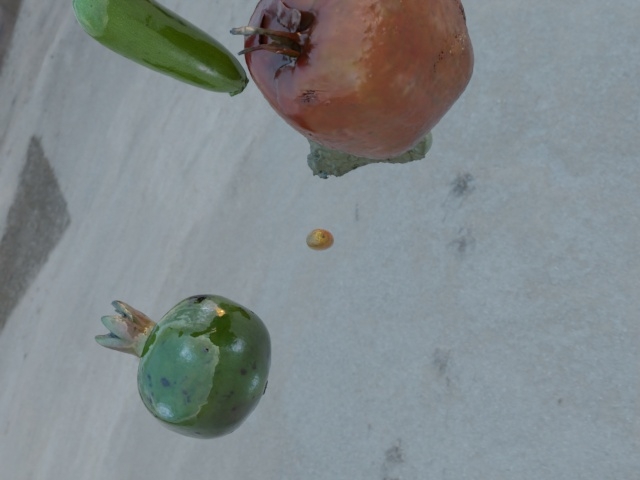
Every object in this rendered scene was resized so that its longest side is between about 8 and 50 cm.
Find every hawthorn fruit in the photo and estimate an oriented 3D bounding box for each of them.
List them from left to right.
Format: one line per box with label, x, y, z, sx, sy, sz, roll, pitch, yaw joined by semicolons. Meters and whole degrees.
hawthorn fruit;0.023;-0.183;0.642;0.211;0.299;0.211;4;98;32

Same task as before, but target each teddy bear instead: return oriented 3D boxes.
teddy bear;0.018;-0.221;1.034;0.156;0.256;0.267;-41;39;-19

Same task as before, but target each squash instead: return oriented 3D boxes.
squash;-0.156;-0.201;0.682;0.066;0.201;0.066;-22;58;39

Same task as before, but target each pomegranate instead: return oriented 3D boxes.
pomegranate;-0.173;0.147;0.856;0.187;0.225;0.187;23;-90;-85

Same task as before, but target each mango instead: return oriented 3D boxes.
mango;0.000;0.000;1.464;0.089;0.060;0.046;52;-149;-80
